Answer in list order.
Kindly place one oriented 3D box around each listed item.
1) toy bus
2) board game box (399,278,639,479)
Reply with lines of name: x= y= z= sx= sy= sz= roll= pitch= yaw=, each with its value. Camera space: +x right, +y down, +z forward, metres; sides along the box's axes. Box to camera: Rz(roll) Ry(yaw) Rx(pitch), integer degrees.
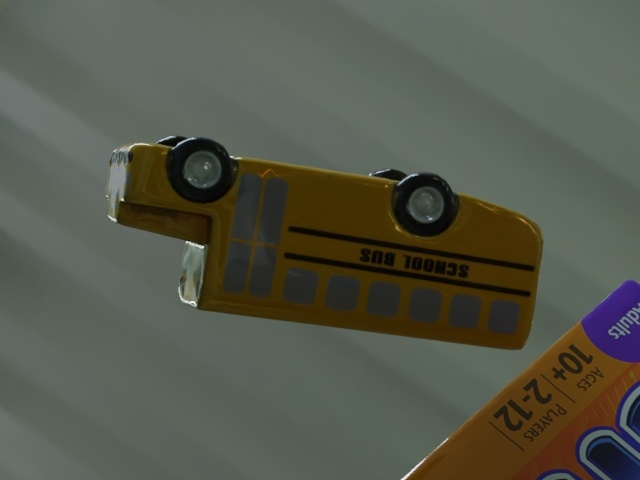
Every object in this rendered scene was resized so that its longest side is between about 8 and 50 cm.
toy bus: x=0.000 y=0.000 z=1.506 sx=0.333 sy=0.130 sz=0.108 roll=8 pitch=1 yaw=-16
board game box: x=0.170 y=0.321 z=1.218 sx=0.356 sy=0.356 sz=0.356 roll=41 pitch=-45 yaw=15
